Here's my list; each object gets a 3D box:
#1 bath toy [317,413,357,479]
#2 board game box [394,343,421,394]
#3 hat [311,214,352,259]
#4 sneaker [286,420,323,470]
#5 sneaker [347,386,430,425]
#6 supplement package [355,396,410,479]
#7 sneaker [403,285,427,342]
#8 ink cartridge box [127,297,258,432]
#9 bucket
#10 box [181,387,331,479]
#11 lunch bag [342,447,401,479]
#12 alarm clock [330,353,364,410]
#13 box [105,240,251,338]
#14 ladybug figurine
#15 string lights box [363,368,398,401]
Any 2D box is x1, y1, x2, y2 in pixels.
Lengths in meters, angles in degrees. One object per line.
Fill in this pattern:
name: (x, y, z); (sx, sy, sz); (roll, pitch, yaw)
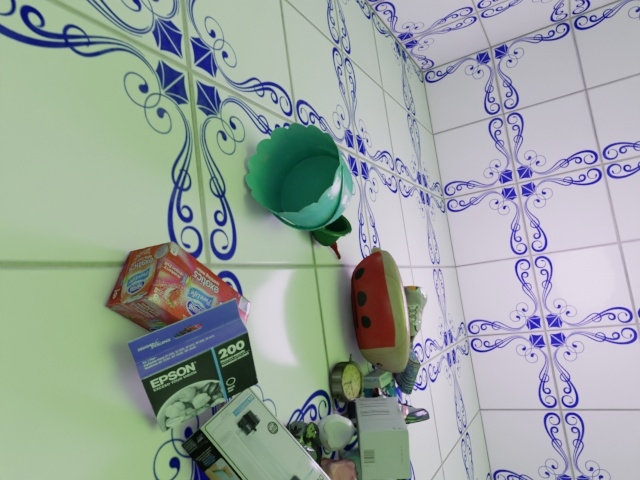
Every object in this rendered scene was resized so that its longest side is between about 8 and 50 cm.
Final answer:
bath toy: (0.039, 0.671, 1.265); (0.129, 0.152, 0.347); (109, -22, -70)
board game box: (0.316, 0.449, 1.736); (0.194, 0.060, 0.193); (-110, -153, -64)
hat: (0.000, 0.000, 1.544); (0.209, 0.183, 0.173); (24, 32, -4)
sneaker: (-0.075, 0.537, 1.140); (0.269, 0.102, 0.152); (38, 47, -58)
sneaker: (0.240, 0.572, 1.561); (0.319, 0.112, 0.130); (10, 59, -27)
supplement package: (0.176, 0.571, 1.328); (0.244, 0.134, 0.138); (-42, 130, -88)
sneaker: (0.332, 0.272, 1.626); (0.121, 0.100, 0.262); (-76, 163, -45)
ink cartridge box: (-0.228, 0.235, 0.853); (0.207, 0.045, 0.208); (-22, 124, -24)
bucket: (-0.047, -0.170, 1.275); (0.183, 0.282, 0.280); (37, 49, -62)
box: (-0.124, 0.469, 0.942); (0.290, 0.087, 0.169); (48, 29, 8)
lunch bag: (0.180, 0.776, 1.448); (0.262, 0.160, 0.223); (33, 50, -65)
alarm clock: (0.076, 0.471, 1.464); (0.129, 0.064, 0.192); (64, 34, -17)
box: (-0.271, 0.128, 0.906); (0.257, 0.123, 0.128); (49, 40, -43)
ladybug figurine: (0.204, 0.248, 1.619); (0.305, 0.162, 0.448); (115, -31, -75)
string lights box: (0.234, 0.620, 1.680); (0.133, 0.077, 0.259); (-1, 80, -60)
